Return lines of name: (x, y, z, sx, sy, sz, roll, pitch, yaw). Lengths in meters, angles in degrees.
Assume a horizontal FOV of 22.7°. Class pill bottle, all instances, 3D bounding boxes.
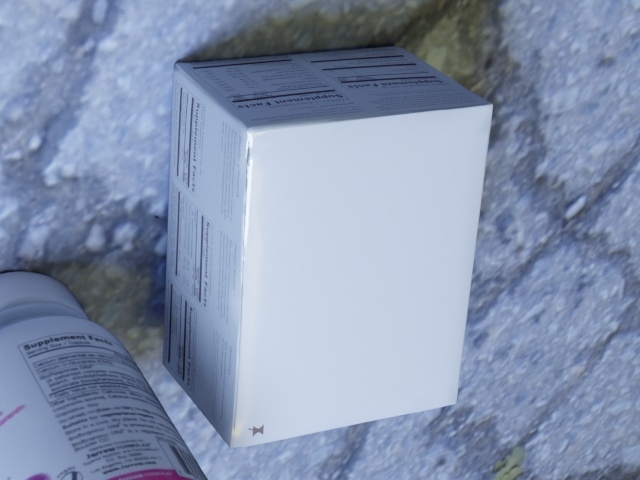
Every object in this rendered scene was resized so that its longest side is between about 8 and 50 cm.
pill bottle: (-0.190, 0.157, 1.176, 0.160, 0.283, 0.160, -18, 132, -21)

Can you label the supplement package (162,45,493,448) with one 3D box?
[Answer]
supplement package: (0.000, 0.000, 1.238, 0.204, 0.145, 0.261, -8, 118, -26)
